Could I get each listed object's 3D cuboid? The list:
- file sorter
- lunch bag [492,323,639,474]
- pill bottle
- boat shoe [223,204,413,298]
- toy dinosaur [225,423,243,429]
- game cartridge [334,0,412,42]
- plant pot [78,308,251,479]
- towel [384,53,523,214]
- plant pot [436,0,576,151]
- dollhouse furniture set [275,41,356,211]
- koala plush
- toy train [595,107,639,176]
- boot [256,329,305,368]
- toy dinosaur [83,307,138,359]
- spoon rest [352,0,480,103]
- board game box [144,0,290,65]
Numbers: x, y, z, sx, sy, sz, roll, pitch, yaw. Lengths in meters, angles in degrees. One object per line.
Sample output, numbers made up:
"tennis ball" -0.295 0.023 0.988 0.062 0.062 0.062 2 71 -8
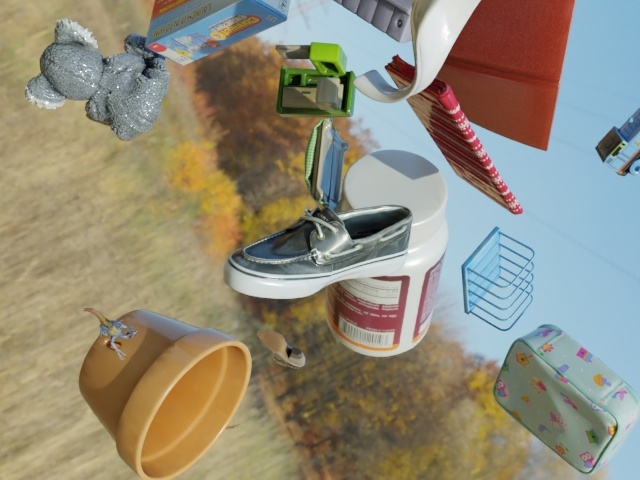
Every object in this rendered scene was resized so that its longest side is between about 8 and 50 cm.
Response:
"file sorter" 0.358 0.083 1.961 0.104 0.118 0.170 32 -25 29
"lunch bag" 0.479 0.312 1.946 0.279 0.107 0.224 41 -38 29
"pill bottle" 0.124 0.028 1.883 0.392 0.224 0.224 94 -27 -50
"boat shoe" 0.000 0.000 1.520 0.121 0.335 0.119 39 -51 41
"toy dinosaur" -0.247 0.329 1.915 0.211 0.064 0.112 38 -26 16
"game cartridge" 0.122 -0.549 1.689 0.230 0.068 0.355 35 -54 22
"plant pot" -0.292 0.256 1.770 0.203 0.291 0.291 32 -20 25
"towel" 0.216 -0.170 1.578 0.275 0.031 0.199 50 -2 -34
"plant pot" 0.330 -0.352 1.797 0.267 0.235 0.267 67 36 -68
"dollhouse furniture set" -0.034 -0.206 1.879 0.197 0.151 0.302 35 60 -75
"koala plush" -0.406 -0.294 1.781 0.221 0.196 0.203 25 18 -32
"toy train" 0.647 -0.209 1.980 0.105 0.184 0.080 26 31 -24
"boot" -0.087 0.237 2.098 0.118 0.042 0.087 28 -27 3
"toy dinosaur" -0.300 0.127 1.454 0.090 0.047 0.082 54 -7 2
"spoon rest" 0.146 -0.276 1.344 0.084 0.137 0.276 52 -39 8
"board game box" -0.162 -0.491 1.715 0.308 0.086 0.302 -9 -114 47
